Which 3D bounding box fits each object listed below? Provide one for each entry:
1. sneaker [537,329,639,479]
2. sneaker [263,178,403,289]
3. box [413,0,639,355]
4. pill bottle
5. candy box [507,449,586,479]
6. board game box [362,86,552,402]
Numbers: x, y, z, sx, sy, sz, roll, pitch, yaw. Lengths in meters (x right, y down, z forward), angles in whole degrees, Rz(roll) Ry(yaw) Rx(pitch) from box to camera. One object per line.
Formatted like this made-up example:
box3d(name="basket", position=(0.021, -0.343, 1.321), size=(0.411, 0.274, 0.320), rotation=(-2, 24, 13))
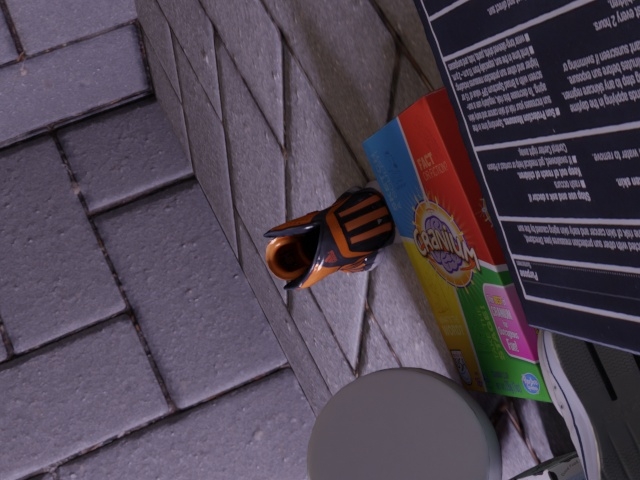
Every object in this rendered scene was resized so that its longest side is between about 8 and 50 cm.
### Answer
box3d(name="sneaker", position=(0.268, 0.173, 0.895), size=(0.091, 0.094, 0.258), rotation=(40, -148, -85))
box3d(name="sneaker", position=(0.000, 0.000, 1.428), size=(0.321, 0.180, 0.124), rotation=(125, 122, -74))
box3d(name="box", position=(0.190, -0.105, 0.499), size=(0.296, 0.183, 0.294), rotation=(-170, 60, -77))
box3d(name="pill bottle", position=(0.104, 0.275, 1.205), size=(0.224, 0.224, 0.392), rotation=(63, 180, 18))
box3d(name="candy box", position=(0.288, 0.325, 1.063), size=(0.196, 0.070, 0.165), rotation=(64, 167, 13))
box3d(name="board game box", position=(0.160, 0.007, 1.062), size=(0.316, 0.064, 0.242), rotation=(67, 167, 1))
